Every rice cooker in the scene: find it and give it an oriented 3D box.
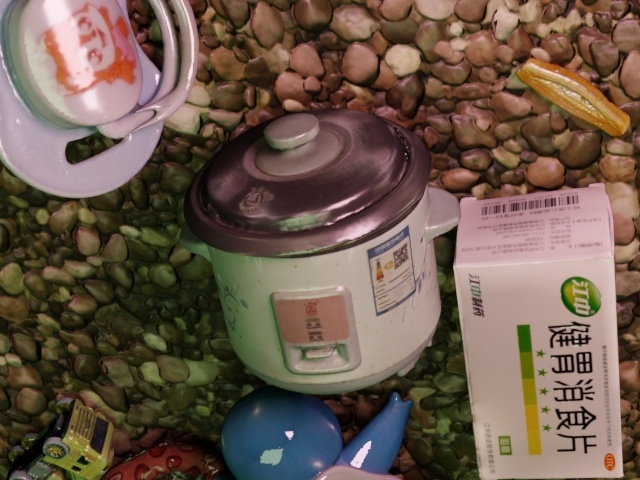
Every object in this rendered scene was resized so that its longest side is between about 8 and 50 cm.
[{"bbox_3d":[0.000,0.000,1.335,0.316,0.264,0.317,5,126,7],"label":"rice cooker"}]

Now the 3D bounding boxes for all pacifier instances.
[{"bbox_3d":[-0.289,-0.197,1.329,0.233,0.244,0.299,-1,113,47],"label":"pacifier"}]

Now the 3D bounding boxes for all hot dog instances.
[{"bbox_3d":[0.274,-0.156,1.324,0.137,0.028,0.044,30,148,-6],"label":"hot dog"}]

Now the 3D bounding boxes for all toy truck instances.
[{"bbox_3d":[-0.353,0.308,1.695,0.116,0.085,0.191,33,123,-22],"label":"toy truck"}]

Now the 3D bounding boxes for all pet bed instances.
[{"bbox_3d":[-0.205,0.359,1.689,0.201,0.053,0.201,-8,119,-14],"label":"pet bed"}]

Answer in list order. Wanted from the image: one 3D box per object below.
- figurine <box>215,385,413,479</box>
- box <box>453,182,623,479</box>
[{"bbox_3d":[0.014,0.363,1.595,0.298,0.243,0.416,-23,97,24],"label":"figurine"},{"bbox_3d":[0.255,0.110,1.427,0.173,0.145,0.333,-4,121,10],"label":"box"}]
